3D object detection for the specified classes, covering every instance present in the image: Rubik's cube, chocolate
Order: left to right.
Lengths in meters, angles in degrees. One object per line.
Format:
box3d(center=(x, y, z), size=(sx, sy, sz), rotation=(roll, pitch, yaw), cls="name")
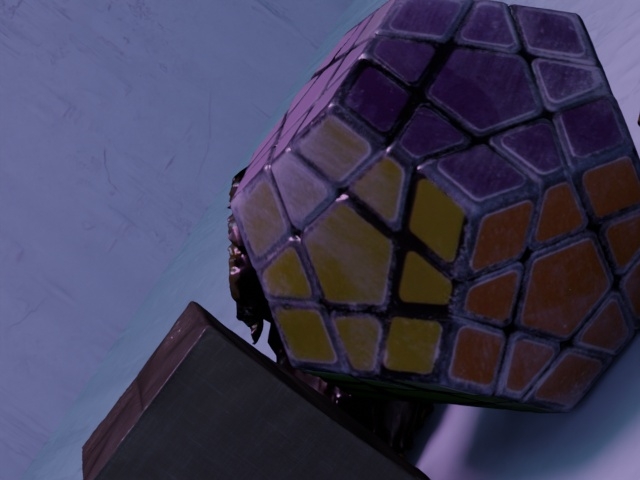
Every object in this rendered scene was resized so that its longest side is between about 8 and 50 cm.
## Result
box3d(center=(0.028, 0.140, 1.174), size=(0.156, 0.156, 0.133), rotation=(-41, 33, 46), cls="chocolate")
box3d(center=(0.094, -0.020, 0.997), size=(0.264, 0.319, 0.319), rotation=(-21, 19, 12), cls="Rubik's cube")

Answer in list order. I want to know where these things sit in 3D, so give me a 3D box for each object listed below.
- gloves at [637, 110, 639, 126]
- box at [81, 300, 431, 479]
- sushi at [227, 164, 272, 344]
box3d(center=(0.314, -0.171, 0.910), size=(0.154, 0.141, 0.331), rotation=(75, -142, -71), cls="gloves")
box3d(center=(-0.042, 0.178, 1.029), size=(0.155, 0.231, 0.149), rotation=(-54, 10, -2), cls="box")
box3d(center=(0.000, 0.002, 1.545), size=(0.200, 0.204, 0.213), rotation=(88, 179, -66), cls="sushi")
